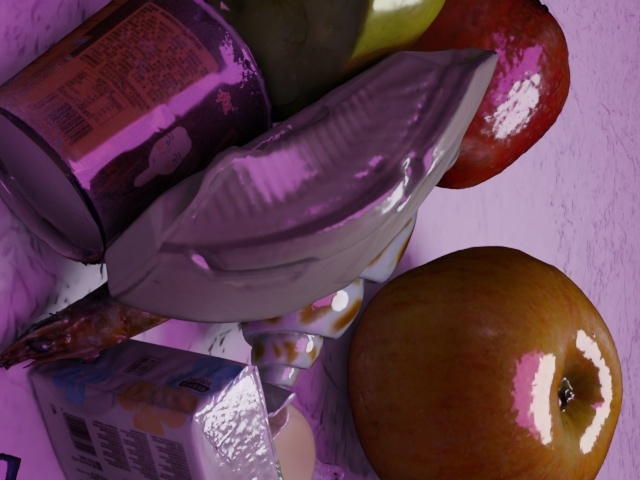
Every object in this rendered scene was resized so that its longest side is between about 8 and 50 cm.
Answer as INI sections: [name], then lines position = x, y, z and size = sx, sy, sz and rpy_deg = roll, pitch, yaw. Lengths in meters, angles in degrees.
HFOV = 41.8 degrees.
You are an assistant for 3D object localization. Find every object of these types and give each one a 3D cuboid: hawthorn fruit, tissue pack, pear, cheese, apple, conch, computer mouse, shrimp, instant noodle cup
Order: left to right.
[instant noodle cup]
position = -0.187, -0.104, 0.777
size = 0.207, 0.217, 0.217
rpy_deg = -44, 125, -33
[shrimp]
position = -0.195, 0.028, 0.852
size = 0.296, 0.169, 0.058
rpy_deg = -22, 143, -19
[tissue pack]
position = -0.142, 0.178, 0.821
size = 0.145, 0.229, 0.159
rpy_deg = -34, 120, -45
[cheese]
position = -0.053, 0.306, 1.068
size = 0.163, 0.071, 0.249
rpy_deg = -59, 134, -31
[pear]
position = -0.025, -0.275, 0.856
size = 0.238, 0.318, 0.342
rpy_deg = -25, 70, -33
[conch]
position = 0.000, -0.001, 1.005
size = 0.368, 0.197, 0.249
rpy_deg = -56, 145, 0
[computer mouse]
position = 0.009, -0.037, 0.769
size = 0.429, 0.228, 0.145
rpy_deg = -34, 83, -25
[hawthorn fruit]
position = 0.183, -0.203, 1.200
size = 0.285, 0.285, 0.369
rpy_deg = 35, 87, -47
[apple]
position = 0.238, 0.200, 1.189
size = 0.400, 0.333, 0.400
rpy_deg = 22, 56, -38

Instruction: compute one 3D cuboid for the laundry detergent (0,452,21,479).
[laundry detergent]
position = -0.325, 0.317, 0.701
size = 0.215, 0.105, 0.280
rpy_deg = 23, 76, -48
